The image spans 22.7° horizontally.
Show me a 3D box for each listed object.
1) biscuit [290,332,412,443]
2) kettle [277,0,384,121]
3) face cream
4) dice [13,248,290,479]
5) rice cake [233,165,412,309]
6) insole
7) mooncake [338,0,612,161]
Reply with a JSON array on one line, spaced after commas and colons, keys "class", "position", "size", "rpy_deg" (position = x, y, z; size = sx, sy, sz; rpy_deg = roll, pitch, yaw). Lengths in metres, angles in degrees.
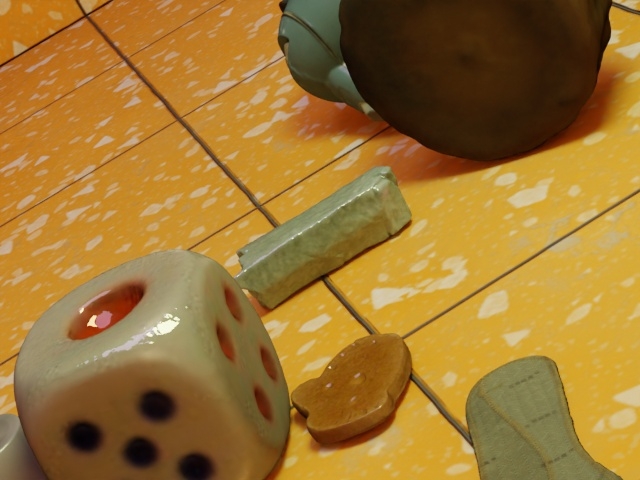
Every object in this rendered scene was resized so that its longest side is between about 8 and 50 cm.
[{"class": "biscuit", "position": [0.027, 0.135, 1.434], "size": [0.118, 0.023, 0.140], "rpy_deg": [-15, 27, 31]}, {"class": "kettle", "position": [0.117, -0.295, 2.001], "size": [0.342, 0.247, 0.319], "rpy_deg": [-42, 51, -10]}, {"class": "face cream", "position": [-0.297, 0.231, 1.507], "size": [0.117, 0.104, 0.117], "rpy_deg": [-25, 24, 12]}, {"class": "dice", "position": [-0.148, 0.134, 1.425], "size": [0.194, 0.192, 0.193], "rpy_deg": [-26, 24, 12]}, {"class": "rice cake", "position": [0.001, 0.000, 1.694], "size": [0.206, 0.069, 0.063], "rpy_deg": [-34, 25, -3]}, {"class": "insole", "position": [0.167, 0.178, 1.198], "size": [0.119, 0.009, 0.348], "rpy_deg": [-27, 23, 8]}, {"class": "mooncake", "position": [0.169, -0.238, 1.717], "size": [0.290, 0.290, 0.161], "rpy_deg": [-15, 23, 30]}]
